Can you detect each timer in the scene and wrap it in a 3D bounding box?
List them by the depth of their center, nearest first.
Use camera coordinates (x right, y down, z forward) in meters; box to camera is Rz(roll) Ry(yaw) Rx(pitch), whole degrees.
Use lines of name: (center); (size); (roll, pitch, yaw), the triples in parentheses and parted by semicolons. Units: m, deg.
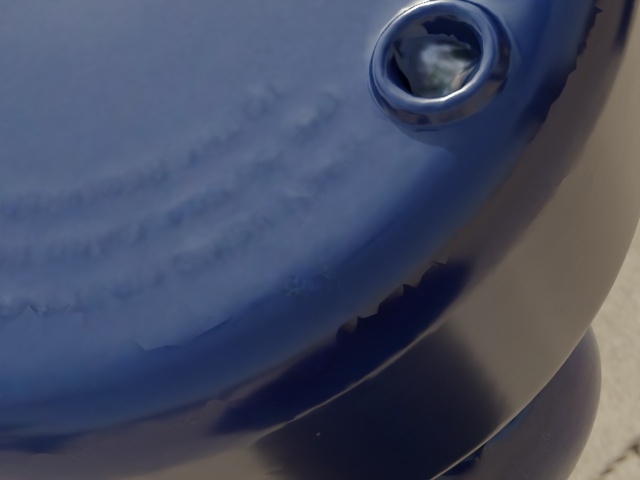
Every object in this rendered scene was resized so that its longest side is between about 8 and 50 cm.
timer: (0.000, 0.000, 0.623); (0.270, 0.383, 0.270); (-8, 63, 17)
